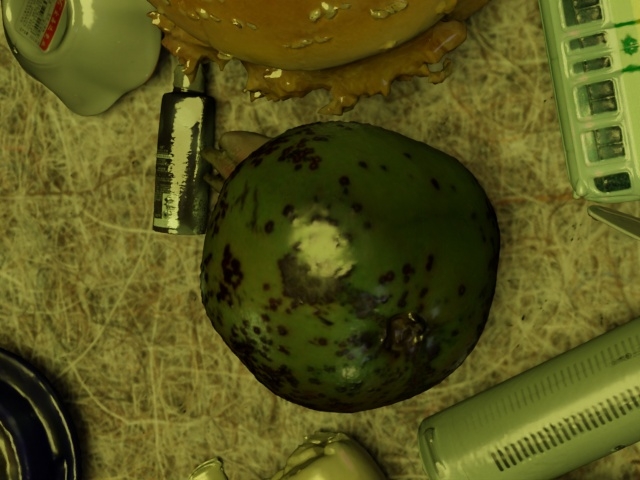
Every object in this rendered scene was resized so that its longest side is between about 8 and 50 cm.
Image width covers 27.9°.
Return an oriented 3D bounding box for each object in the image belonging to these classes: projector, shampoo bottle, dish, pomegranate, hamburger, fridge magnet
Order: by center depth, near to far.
[{"bbox_3d":[-0.023,-0.264,1.188,0.445,0.268,0.287,14,102,17],"label":"hamburger"},{"bbox_3d":[0.257,0.146,1.192,0.337,0.108,0.108,-29,84,19],"label":"projector"},{"bbox_3d":[0.000,0.000,1.217,0.285,0.285,0.340,-60,42,14],"label":"pomegranate"},{"bbox_3d":[-0.271,-0.240,1.338,0.229,0.081,0.229,8,105,32],"label":"dish"},{"bbox_3d":[-0.142,-0.111,1.339,0.057,0.063,0.208,4,95,8],"label":"shampoo bottle"},{"bbox_3d":[-0.388,0.246,1.425,0.265,0.112,0.265,1,95,17],"label":"fridge magnet"}]

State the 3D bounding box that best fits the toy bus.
[{"bbox_3d":[0.284,-0.170,1.146,0.164,0.133,0.276,-10,92,22],"label":"toy bus"}]

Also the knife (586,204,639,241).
[{"bbox_3d":[0.393,0.032,1.114,0.336,0.081,0.043,14,115,3],"label":"knife"}]

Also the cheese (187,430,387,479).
[{"bbox_3d":[-0.040,0.314,1.302,0.266,0.127,0.233,-29,81,16],"label":"cheese"}]
